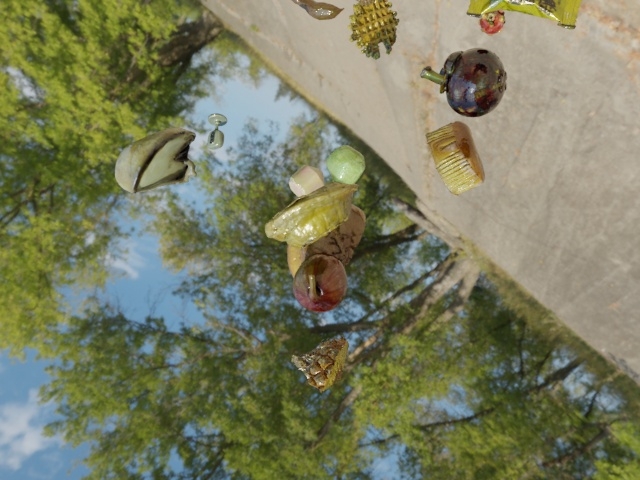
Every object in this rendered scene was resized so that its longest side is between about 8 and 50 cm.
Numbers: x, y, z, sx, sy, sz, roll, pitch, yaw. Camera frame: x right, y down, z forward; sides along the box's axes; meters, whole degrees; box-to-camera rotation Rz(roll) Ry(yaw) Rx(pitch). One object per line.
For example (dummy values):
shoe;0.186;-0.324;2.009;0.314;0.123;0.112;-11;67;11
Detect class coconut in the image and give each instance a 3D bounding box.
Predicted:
coconut;-0.052;-0.265;2.291;0.147;0.153;0.147;43;165;14
coconut;0.057;-0.172;1.183;0.088;0.096;0.087;29;-146;-22

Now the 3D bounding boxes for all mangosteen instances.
mangosteen;0.491;-0.547;1.752;0.289;0.231;0.231;17;-174;24

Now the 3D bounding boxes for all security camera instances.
security camera;-0.286;-0.295;1.395;0.058;0.058;0.092;22;-121;-45

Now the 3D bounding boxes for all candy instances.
candy;0.582;-0.697;1.431;0.297;0.187;0.081;15;178;9

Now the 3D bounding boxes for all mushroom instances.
mushroom;-0.556;-0.300;1.730;0.212;0.217;0.292;33;-156;26

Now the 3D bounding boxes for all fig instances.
fig;-0.008;0.137;1.474;0.175;0.175;0.207;37;-156;-3

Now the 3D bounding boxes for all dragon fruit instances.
dragon fruit;0.570;-0.727;1.685;0.086;0.081;0.116;26;-162;2

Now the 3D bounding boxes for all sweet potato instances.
sweet potato;-0.024;-0.841;1.850;0.226;0.068;0.068;20;-168;12

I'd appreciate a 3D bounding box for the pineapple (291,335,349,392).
pineapple;0.003;0.361;1.626;0.164;0.139;0.250;22;-169;23

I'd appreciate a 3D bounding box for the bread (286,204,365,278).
bread;0.000;0.000;1.688;0.179;0.340;0.194;38;161;-29

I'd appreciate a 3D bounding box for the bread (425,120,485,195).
bread;0.527;-0.327;1.943;0.204;0.156;0.288;35;-143;-43

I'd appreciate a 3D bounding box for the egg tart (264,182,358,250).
egg tart;-0.012;-0.063;1.396;0.115;0.290;0.290;61;-163;2

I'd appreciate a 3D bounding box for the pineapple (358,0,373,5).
pineapple;0.081;-0.626;1.267;0.124;0.058;0.058;-5;-138;-40

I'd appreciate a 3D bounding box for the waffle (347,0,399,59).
waffle;0.207;-0.816;1.938;0.229;0.231;0.051;17;179;-33
